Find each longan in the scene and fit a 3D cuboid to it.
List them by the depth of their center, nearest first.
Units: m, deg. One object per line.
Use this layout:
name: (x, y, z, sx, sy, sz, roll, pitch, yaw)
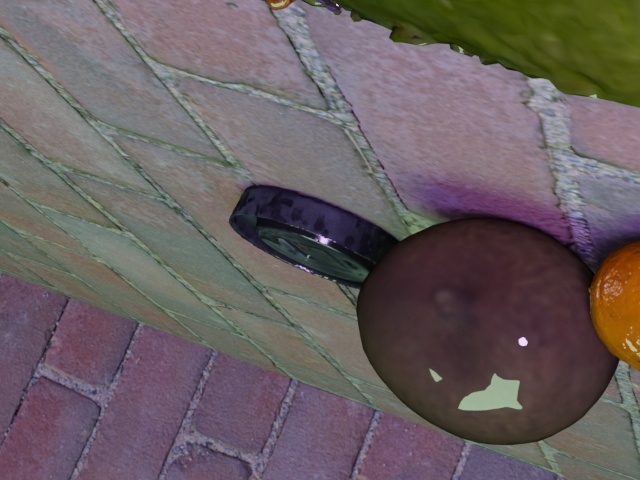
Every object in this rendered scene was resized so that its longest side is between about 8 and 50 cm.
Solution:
longan: (0.154, 0.085, 1.386, 0.246, 0.215, 0.246, 3, 153, 2)

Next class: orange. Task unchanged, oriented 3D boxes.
orange: (0.295, 0.059, 1.249, 0.136, 0.117, 0.135, 8, 147, 6)

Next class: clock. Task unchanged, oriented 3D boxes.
clock: (0.000, 0.000, 1.699, 0.215, 0.042, 0.215, 22, 167, 5)

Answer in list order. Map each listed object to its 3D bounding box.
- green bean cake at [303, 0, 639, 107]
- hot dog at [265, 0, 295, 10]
green bean cake: (0.021, -0.216, 0.406, 0.319, 0.218, 0.335, 24, 164, 31)
hot dog: (-0.130, -0.219, 0.771, 0.349, 0.117, 0.158, 23, -172, -3)
